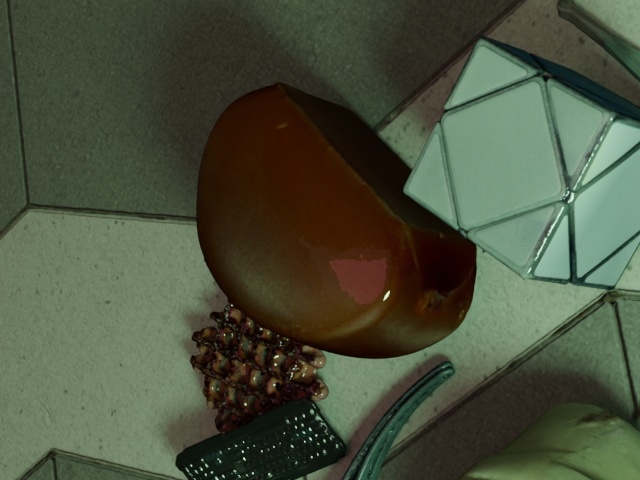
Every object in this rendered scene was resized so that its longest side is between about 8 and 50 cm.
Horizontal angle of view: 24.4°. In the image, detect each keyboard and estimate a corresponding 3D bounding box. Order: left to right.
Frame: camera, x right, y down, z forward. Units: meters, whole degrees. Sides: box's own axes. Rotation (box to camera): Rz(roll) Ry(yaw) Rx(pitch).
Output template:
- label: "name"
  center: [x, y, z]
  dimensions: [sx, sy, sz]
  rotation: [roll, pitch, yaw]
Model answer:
- label: "keyboard"
  center: [-0.083, 0.290, 1.985]
  dimensions: [0.262, 0.016, 0.106]
  rotation: [-28, 105, 34]

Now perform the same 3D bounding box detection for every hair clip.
- label: "hair clip"
  center: [0.081, 0.258, 1.867]
  dimensions: [0.083, 0.048, 0.275]
  rotation: [42, 109, 40]

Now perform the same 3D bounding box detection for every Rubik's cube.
- label: "Rubik's cube"
  center: [0.256, -0.083, 1.661]
  dimensions: [0.205, 0.205, 0.207]
  rotation: [39, 108, 36]

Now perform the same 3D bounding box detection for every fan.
- label: "fan"
  center: [0.364, -0.198, 1.696]
  dimensions: [0.057, 0.023, 0.282]
  rotation: [-44, 55, -3]

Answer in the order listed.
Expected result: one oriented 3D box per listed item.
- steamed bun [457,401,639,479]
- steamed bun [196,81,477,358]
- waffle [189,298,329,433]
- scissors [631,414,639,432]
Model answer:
- label: "steamed bun"
  center: [0.246, 0.364, 1.592]
  dimensions: [0.310, 0.219, 0.324]
  rotation: [53, 123, 27]
- label: "steamed bun"
  center: [0.000, 0.000, 1.842]
  dimensions: [0.248, 0.235, 0.379]
  rotation: [-51, 55, 17]
- label: "waffle"
  center: [-0.080, 0.169, 2.011]
  dimensions: [0.234, 0.055, 0.221]
  rotation: [-39, 64, 34]
- label: "scissors"
  center: [0.394, 0.167, 1.632]
  dimensions: [0.300, 0.022, 0.109]
  rotation: [-53, 51, 23]
